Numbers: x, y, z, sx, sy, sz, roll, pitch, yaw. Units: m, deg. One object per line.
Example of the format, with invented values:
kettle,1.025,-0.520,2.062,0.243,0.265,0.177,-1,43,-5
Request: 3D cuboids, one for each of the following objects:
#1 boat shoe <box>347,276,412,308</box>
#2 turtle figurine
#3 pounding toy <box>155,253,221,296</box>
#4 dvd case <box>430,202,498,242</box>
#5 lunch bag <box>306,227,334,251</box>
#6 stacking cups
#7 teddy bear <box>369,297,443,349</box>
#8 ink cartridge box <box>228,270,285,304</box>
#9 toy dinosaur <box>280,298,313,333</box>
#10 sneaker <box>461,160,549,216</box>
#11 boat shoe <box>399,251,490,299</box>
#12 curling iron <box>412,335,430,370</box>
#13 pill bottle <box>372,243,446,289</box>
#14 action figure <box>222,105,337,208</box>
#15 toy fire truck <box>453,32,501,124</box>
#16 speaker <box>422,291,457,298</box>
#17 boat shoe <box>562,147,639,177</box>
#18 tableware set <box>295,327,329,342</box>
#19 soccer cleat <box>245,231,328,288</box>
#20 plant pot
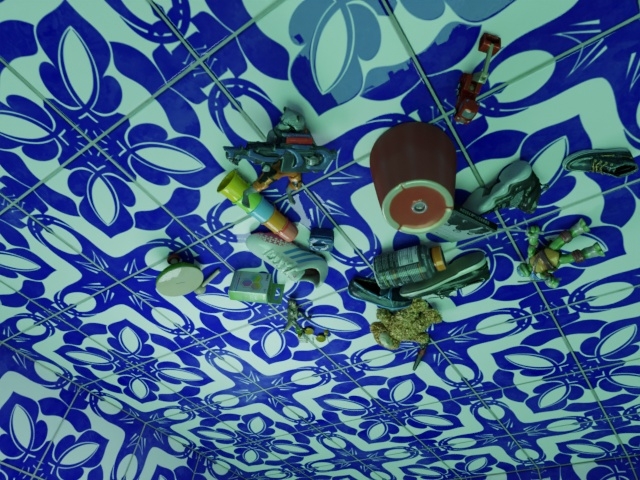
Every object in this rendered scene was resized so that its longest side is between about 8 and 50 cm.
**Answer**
boat shoe,0.237,0.204,1.765,0.259,0.109,0.089,7,130,-2
turtle figurine,0.759,0.043,1.484,0.266,0.197,0.275,-32,125,27
pounding toy,-0.552,0.129,1.820,0.237,0.110,0.183,11,129,-44
dvd case,0.426,-0.054,1.468,0.179,0.029,0.239,23,165,-14
lunch bag,0.000,0.000,1.632,0.099,0.065,0.067,3,133,4
stacking cups,-0.209,-0.101,1.549,0.096,0.096,0.316,-28,124,29
teddy bear,0.348,0.356,1.888,0.338,0.113,0.245,-25,123,27
ink cartridge box,-0.253,0.188,1.811,0.209,0.109,0.062,5,134,3
toy dinosaur,-0.103,0.342,1.969,0.118,0.064,0.268,21,134,7
sneaker,0.578,-0.118,1.420,0.153,0.101,0.268,32,128,-19
boat shoe,0.465,0.160,1.677,0.340,0.127,0.113,-29,110,18
curling iron,0.453,0.519,2.069,0.068,0.035,0.274,-22,142,-23
pill bottle,0.323,0.090,1.628,0.246,0.130,0.130,-16,129,21
action figure,-0.148,-0.250,1.352,0.342,0.178,0.330,4,133,-30
toy fire truck,0.398,-0.409,1.151,0.047,0.192,0.135,16,161,-6
speaker,0.459,0.196,1.761,0.136,0.055,0.055,-8,131,14
boat shoe,0.810,-0.220,1.307,0.184,0.083,0.065,-7,131,14
tableware set,-0.037,0.428,2.066,0.154,0.024,0.104,-3,129,12
soccer cleat,-0.123,0.073,1.663,0.331,0.143,0.116,21,132,-11
plant pot,0.277,-0.167,1.320,0.275,0.243,0.274,3,133,4
